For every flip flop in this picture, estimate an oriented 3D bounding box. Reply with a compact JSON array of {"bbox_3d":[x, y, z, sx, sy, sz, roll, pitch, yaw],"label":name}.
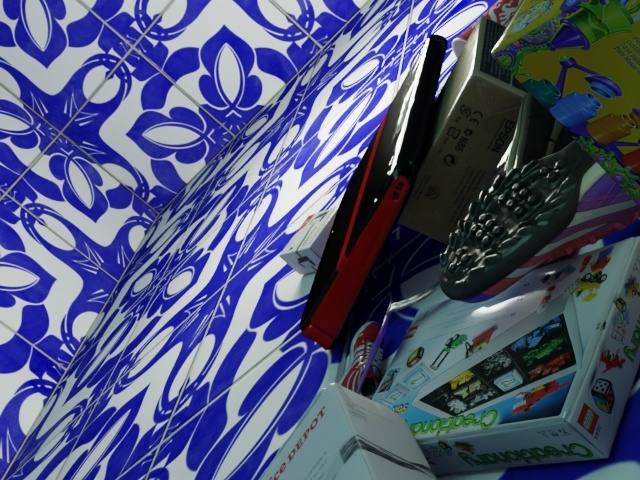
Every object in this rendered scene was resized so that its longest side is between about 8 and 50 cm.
[{"bbox_3d":[0.243,-0.070,0.998,0.080,0.112,0.277,-51,14,53],"label":"flip flop"}]

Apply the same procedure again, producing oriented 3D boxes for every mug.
[{"bbox_3d":[0.314,-0.316,1.413,0.169,0.150,0.113,-47,-21,-6],"label":"mug"}]

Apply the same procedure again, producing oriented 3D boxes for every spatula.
[{"bbox_3d":[0.115,0.043,0.954,0.296,0.030,0.084,-52,4,25],"label":"spatula"}]

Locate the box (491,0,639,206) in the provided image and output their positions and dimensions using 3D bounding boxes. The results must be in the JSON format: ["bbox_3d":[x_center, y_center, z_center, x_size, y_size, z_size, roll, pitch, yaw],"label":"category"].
[{"bbox_3d":[0.315,-0.115,0.524,0.279,0.290,0.177,-23,29,57],"label":"box"}]

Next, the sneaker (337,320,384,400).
[{"bbox_3d":[0.059,0.143,1.081,0.067,0.042,0.118,-32,30,57],"label":"sneaker"}]

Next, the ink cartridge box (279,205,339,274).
[{"bbox_3d":[0.000,0.000,1.560,0.099,0.056,0.135,-54,16,-21],"label":"ink cartridge box"}]

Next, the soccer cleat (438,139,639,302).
[{"bbox_3d":[0.246,-0.041,0.821,0.318,0.116,0.108,-43,28,3],"label":"soccer cleat"}]

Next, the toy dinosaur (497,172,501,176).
[{"bbox_3d":[0.260,-0.092,1.133,0.082,0.047,0.090,-28,64,13],"label":"toy dinosaur"}]

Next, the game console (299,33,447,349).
[{"bbox_3d":[0.083,-0.066,1.281,0.386,0.060,0.342,-72,8,-50],"label":"game console"}]

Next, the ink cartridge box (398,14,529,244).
[{"bbox_3d":[0.189,-0.144,1.192,0.193,0.088,0.235,-69,3,-53],"label":"ink cartridge box"}]

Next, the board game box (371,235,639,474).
[{"bbox_3d":[0.160,0.117,0.843,0.305,0.053,0.193,-27,26,55],"label":"board game box"}]

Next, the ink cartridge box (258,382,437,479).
[{"bbox_3d":[0.024,0.244,0.742,0.160,0.092,0.219,-56,23,13],"label":"ink cartridge box"}]
